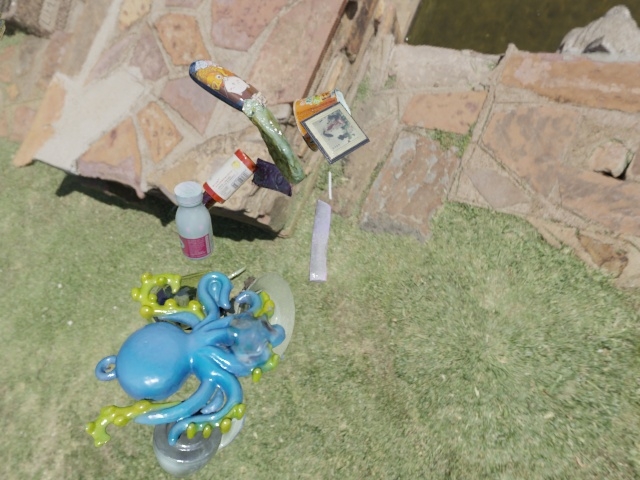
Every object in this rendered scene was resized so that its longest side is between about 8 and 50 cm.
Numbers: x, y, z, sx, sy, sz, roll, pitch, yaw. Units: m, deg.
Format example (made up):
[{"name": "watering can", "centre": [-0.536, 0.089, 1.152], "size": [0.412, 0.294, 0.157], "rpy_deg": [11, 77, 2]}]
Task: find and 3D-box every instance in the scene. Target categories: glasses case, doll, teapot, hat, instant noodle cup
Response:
[{"name": "glasses case", "centre": [-0.353, -0.589, 1.571], "size": [0.320, 0.082, 0.122], "rpy_deg": [31, 44, -4]}, {"name": "doll", "centre": [-0.230, 0.202, 0.756], "size": [0.340, 0.099, 0.346], "rpy_deg": [-2, 44, -22]}, {"name": "teapot", "centre": [-0.220, 0.341, 0.710], "size": [0.111, 0.149, 0.108], "rpy_deg": [31, 123, 16]}, {"name": "hat", "centre": [-0.192, 0.214, 1.129], "size": [0.129, 0.257, 0.258], "rpy_deg": [-1, 76, 29]}, {"name": "instant noodle cup", "centre": [0.018, -0.503, 1.667], "size": [0.182, 0.230, 0.231], "rpy_deg": [-18, 70, 21]}]

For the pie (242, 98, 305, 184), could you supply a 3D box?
[{"name": "pie", "centre": [-0.141, -0.305, 1.277], "size": [0.066, 0.302, 0.303], "rpy_deg": [-34, 66, -4]}]

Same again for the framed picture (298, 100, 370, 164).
[{"name": "framed picture", "centre": [0.055, -0.395, 1.476], "size": [0.195, 0.010, 0.200], "rpy_deg": [-34, 84, -19]}]

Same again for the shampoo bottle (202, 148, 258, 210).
[{"name": "shampoo bottle", "centre": [-0.366, -0.212, 1.532], "size": [0.278, 0.104, 0.104], "rpy_deg": [-44, 65, 4]}]

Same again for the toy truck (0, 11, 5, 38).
[{"name": "toy truck", "centre": [-0.616, -0.422, 0.672], "size": [0.272, 0.124, 0.157], "rpy_deg": [-16, 55, 65]}]

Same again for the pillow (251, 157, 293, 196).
[{"name": "pillow", "centre": [-0.177, -0.246, 1.585], "size": [0.184, 0.043, 0.118], "rpy_deg": [21, 110, 13]}]

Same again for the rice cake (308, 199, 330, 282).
[{"name": "rice cake", "centre": [0.000, 0.001, 1.566], "size": [0.069, 0.064, 0.400], "rpy_deg": [8, 48, -2]}]

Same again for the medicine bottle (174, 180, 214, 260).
[{"name": "medicine bottle", "centre": [-0.333, -0.049, 1.069], "size": [0.090, 0.217, 0.091], "rpy_deg": [4, 44, -4]}]

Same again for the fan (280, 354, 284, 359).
[{"name": "fan", "centre": [-0.173, 0.373, 1.482], "size": [0.016, 0.193, 0.038], "rpy_deg": [-9, 37, 18]}]

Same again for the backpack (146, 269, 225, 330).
[{"name": "backpack", "centre": [-0.387, 0.193, 1.165], "size": [0.253, 0.206, 0.140], "rpy_deg": [-42, 67, 41]}]

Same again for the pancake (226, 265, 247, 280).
[{"name": "pancake", "centre": [-0.353, 0.141, 1.680], "size": [0.116, 0.129, 0.023], "rpy_deg": [-30, 86, -1]}]
